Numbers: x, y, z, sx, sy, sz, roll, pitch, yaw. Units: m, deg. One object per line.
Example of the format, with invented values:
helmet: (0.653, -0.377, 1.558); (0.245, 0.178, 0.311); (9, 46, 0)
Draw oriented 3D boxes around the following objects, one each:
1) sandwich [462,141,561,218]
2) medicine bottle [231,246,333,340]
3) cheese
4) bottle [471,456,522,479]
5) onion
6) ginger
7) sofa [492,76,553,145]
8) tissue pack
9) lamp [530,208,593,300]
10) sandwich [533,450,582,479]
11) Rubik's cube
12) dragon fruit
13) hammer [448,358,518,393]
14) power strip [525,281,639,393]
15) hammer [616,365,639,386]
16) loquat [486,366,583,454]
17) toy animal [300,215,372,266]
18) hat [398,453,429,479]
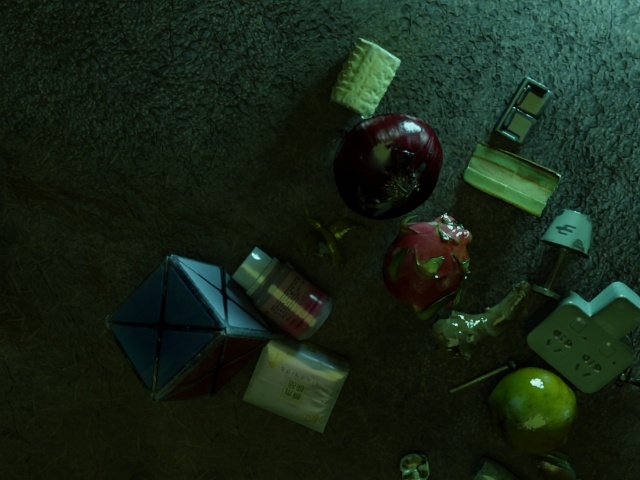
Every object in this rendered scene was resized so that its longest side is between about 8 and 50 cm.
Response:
sandwich: (0.449, -0.148, 1.769); (0.187, 0.144, 0.117); (23, 99, -1)
medicine bottle: (-0.097, 0.130, 1.859); (0.247, 0.147, 0.147); (39, 101, -4)
cheese: (0.103, -0.383, 1.773); (0.123, 0.094, 0.167); (28, 97, 8)
bottle: (0.521, 0.670, 1.938); (0.270, 0.083, 0.083); (34, 101, 6)
onion: (0.148, -0.191, 1.764); (0.273, 0.285, 0.273); (-15, 132, -17)
ginger: (0.407, 0.199, 1.875); (0.294, 0.086, 0.131); (-37, 88, 1)
sofa: (0.487, -0.307, 1.777); (0.085, 0.060, 0.147); (30, 101, -3)
tissue pack: (-0.059, 0.355, 1.908); (0.225, 0.124, 0.185); (23, 103, 0)
lamp: (0.584, 0.036, 1.803); (0.121, 0.121, 0.214); (23, 90, -1)
sandwich: (0.633, 0.631, 1.934); (0.088, 0.090, 0.244); (-25, 99, 11)
Rubik's cube: (-0.312, 0.212, 1.796); (0.259, 0.255, 0.260); (-42, 68, 10)
dragon fruit: (0.260, 0.056, 1.787); (0.224, 0.224, 0.227); (25, 121, -1)
hammer: (0.417, 0.356, 1.915); (0.195, 0.060, 0.028); (-28, 82, 13)
power strip: (0.673, 0.212, 1.849); (0.229, 0.141, 0.261); (39, 115, -3)
hammer: (0.848, 0.373, 1.905); (0.178, 0.021, 0.065); (21, 101, -1)
loquat: (0.547, 0.416, 1.850); (0.246, 0.213, 0.213); (-15, 100, -12)
toy animal: (0.000, 0.000, 1.857); (0.155, 0.219, 0.095); (26, 125, 35)
hat: (0.247, 0.602, 1.971); (0.077, 0.059, 0.076); (-5, 85, -1)
